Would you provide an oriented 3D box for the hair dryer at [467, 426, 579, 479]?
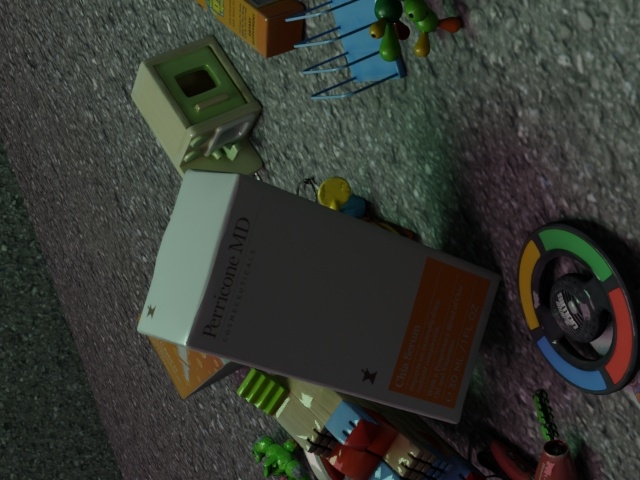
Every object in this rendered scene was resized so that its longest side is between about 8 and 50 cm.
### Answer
[{"bbox_3d":[0.307,0.371,1.686,0.223,0.080,0.293,55,153,13],"label":"hair dryer"}]

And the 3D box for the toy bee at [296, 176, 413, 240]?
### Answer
[{"bbox_3d":[0.000,0.000,1.794,0.298,0.162,0.195,-5,101,55],"label":"toy bee"}]

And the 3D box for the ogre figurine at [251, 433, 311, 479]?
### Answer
[{"bbox_3d":[-0.082,0.496,2.458,0.197,0.097,0.118,57,166,36],"label":"ogre figurine"}]

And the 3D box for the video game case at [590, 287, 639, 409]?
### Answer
[{"bbox_3d":[0.410,0.142,1.382,0.143,0.019,0.157,55,152,15],"label":"video game case"}]

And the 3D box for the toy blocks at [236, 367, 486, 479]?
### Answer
[{"bbox_3d":[0.087,0.313,1.736,0.381,0.190,0.261,29,-173,-44],"label":"toy blocks"}]

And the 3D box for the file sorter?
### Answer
[{"bbox_3d":[0.024,-0.292,1.573,0.118,0.104,0.170,9,122,58],"label":"file sorter"}]

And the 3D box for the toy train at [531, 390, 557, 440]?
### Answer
[{"bbox_3d":[0.326,0.255,1.629,0.024,0.017,0.083,20,132,66],"label":"toy train"}]

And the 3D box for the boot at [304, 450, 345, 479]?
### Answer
[{"bbox_3d":[0.056,0.295,1.943,0.176,0.088,0.244,-13,76,22],"label":"boot"}]

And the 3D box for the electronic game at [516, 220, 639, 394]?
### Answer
[{"bbox_3d":[0.326,0.086,1.419,0.229,0.048,0.229,44,142,48],"label":"electronic game"}]

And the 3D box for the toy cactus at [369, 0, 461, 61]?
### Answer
[{"bbox_3d":[0.107,-0.343,1.422,0.219,0.112,0.180,91,161,-46],"label":"toy cactus"}]

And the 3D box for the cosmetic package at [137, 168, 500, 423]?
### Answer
[{"bbox_3d":[0.009,0.082,1.517,0.161,0.453,0.230,9,81,58],"label":"cosmetic package"}]

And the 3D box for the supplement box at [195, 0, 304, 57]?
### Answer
[{"bbox_3d":[-0.124,-0.382,1.779,0.233,0.080,0.078,44,145,36],"label":"supplement box"}]

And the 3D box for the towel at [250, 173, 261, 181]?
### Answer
[{"bbox_3d":[-0.127,-0.048,2.129,0.197,0.029,0.144,63,153,0],"label":"towel"}]

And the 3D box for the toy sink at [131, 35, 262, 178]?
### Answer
[{"bbox_3d":[-0.205,-0.222,1.978,0.234,0.153,0.131,58,152,12],"label":"toy sink"}]

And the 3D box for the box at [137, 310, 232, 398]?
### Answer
[{"bbox_3d":[-0.232,0.175,2.352,0.215,0.168,0.345,59,152,7],"label":"box"}]
